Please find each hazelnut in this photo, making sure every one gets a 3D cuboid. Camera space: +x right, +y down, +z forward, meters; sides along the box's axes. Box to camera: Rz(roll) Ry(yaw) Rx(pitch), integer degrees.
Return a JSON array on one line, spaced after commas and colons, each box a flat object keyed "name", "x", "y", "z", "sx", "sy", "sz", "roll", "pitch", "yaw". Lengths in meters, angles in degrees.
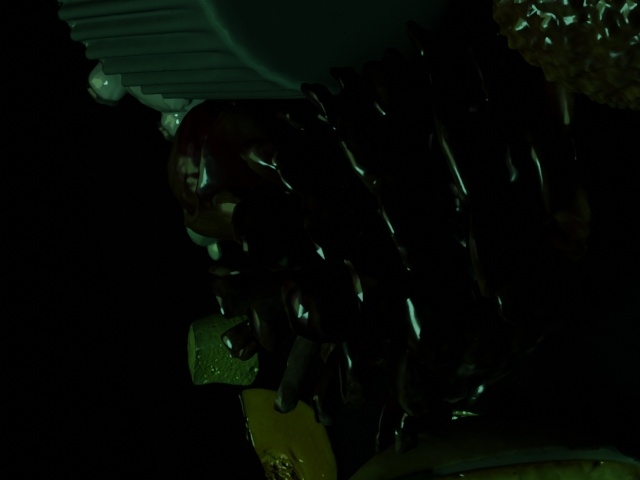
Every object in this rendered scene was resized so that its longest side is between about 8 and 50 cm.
[{"name": "hazelnut", "x": -0.102, "y": -0.081, "z": 0.986, "sx": 0.160, "sy": 0.170, "sz": 0.201, "roll": 46, "pitch": 148, "yaw": -22}]

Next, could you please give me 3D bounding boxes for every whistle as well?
[{"name": "whistle", "x": -0.162, "y": -0.068, "z": 1.386, "sx": 0.114, "sy": 0.077, "sz": 0.236, "roll": 58, "pitch": 146, "yaw": 23}]

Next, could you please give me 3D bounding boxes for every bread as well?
[{"name": "bread", "x": 0.124, "y": 0.212, "z": 0.653, "sx": 0.133, "sy": 0.251, "sz": 0.174, "roll": -95, "pitch": -3, "yaw": -77}, {"name": "bread", "x": -0.161, "y": 0.176, "z": 1.448, "sx": 0.111, "sy": 0.114, "sz": 0.129, "roll": -119, "pitch": 30, "yaw": -51}]

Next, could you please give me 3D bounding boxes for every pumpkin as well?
[{"name": "pumpkin", "x": -0.034, "y": 0.332, "z": 1.255, "sx": 0.163, "sy": 0.111, "sz": 0.279, "roll": 145, "pitch": 111, "yaw": -83}]

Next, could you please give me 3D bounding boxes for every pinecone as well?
[{"name": "pinecone", "x": 0.056, "y": -0.004, "z": 0.611, "sx": 0.242, "sy": 0.295, "sz": 0.298, "roll": 51, "pitch": 175, "yaw": 18}]

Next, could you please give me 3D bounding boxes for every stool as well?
[{"name": "stool", "x": -0.067, "y": -0.262, "z": 0.775, "sx": 0.330, "sy": 0.297, "sz": 0.297, "roll": 24, "pitch": 123, "yaw": 58}]

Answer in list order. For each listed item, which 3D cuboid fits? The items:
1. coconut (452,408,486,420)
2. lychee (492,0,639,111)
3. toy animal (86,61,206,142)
[{"name": "coconut", "x": 0.157, "y": 0.219, "z": 0.747, "sx": 0.133, "sy": 0.055, "sz": 0.158, "roll": 6, "pitch": 105, "yaw": 42}, {"name": "lychee", "x": 0.165, "y": -0.149, "z": 0.401, "sx": 0.194, "sy": 0.194, "sz": 0.195, "roll": 168, "pitch": 90, "yaw": -68}, {"name": "toy animal", "x": -0.158, "y": -0.296, "z": 1.152, "sx": 0.357, "sy": 0.193, "sz": 0.258, "roll": -41, "pitch": 38, "yaw": 48}]
